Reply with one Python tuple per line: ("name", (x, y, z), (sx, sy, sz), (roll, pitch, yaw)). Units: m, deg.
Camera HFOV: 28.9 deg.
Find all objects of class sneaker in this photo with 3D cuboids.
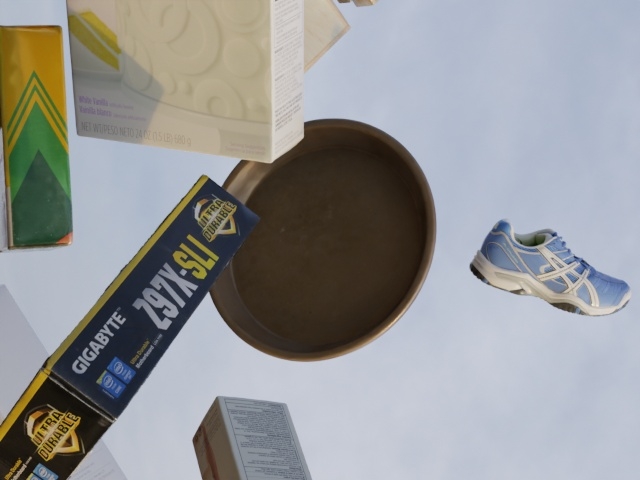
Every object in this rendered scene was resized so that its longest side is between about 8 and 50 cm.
("sneaker", (0.296, 0.035, 1.543), (0.080, 0.211, 0.081), (-111, -142, -68))

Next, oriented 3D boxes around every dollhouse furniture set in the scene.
("dollhouse furniture set", (-0.115, -0.350, 1.808), (0.174, 0.303, 0.355), (53, -19, -25))

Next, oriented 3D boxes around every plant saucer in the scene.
("plant saucer", (0.000, 0.000, 1.373), (0.278, 0.278, 0.041), (62, 12, 25))

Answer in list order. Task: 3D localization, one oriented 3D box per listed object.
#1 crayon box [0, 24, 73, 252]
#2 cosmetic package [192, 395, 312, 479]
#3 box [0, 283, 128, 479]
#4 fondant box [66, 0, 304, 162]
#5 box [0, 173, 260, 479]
("crayon box", (-0.369, -0.146, 1.564), (0.202, 0.081, 0.319), (176, -89, -72))
("cosmetic package", (-0.110, 0.426, 2.169), (0.129, 0.153, 0.296), (-60, -148, 30))
("box", (-0.455, 0.268, 1.680), (0.215, 0.168, 0.345), (-34, -93, 22))
("fondant box", (-0.141, -0.261, 1.279), (0.238, 0.096, 0.330), (9, -66, 20))
("box", (-0.198, 0.112, 1.136), (0.079, 0.322, 0.257), (39, -53, -5))
